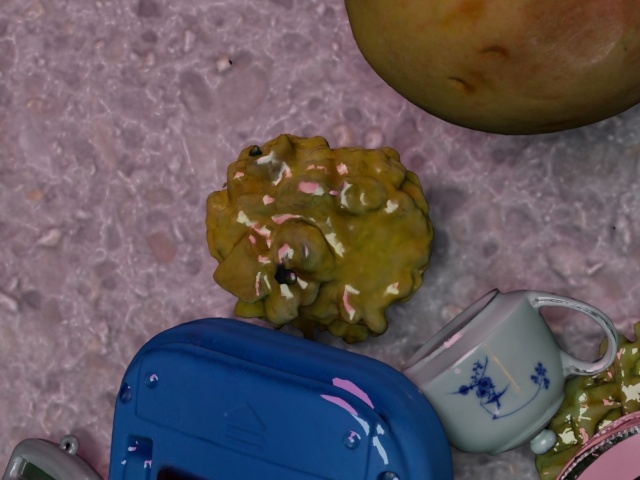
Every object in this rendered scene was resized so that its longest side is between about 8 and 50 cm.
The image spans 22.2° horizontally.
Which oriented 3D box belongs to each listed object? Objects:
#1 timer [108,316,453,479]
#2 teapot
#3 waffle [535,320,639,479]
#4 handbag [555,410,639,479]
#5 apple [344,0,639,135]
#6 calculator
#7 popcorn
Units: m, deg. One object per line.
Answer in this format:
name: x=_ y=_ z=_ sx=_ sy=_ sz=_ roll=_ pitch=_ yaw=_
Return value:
timer: x=-0.049 y=0.241 z=1.484 sx=0.340 sy=0.115 sz=0.309 roll=14 pitch=106 yaw=29
teapot: x=0.167 y=0.134 z=1.491 sx=0.232 sy=0.159 sz=0.159 roll=-40 pitch=79 yaw=17
waffle: x=0.349 y=0.220 z=1.479 sx=0.317 sy=0.073 sz=0.297 roll=34 pitch=93 yaw=12
handbag: x=0.284 y=0.240 z=1.403 sx=0.205 sy=0.116 sz=0.179 roll=-43 pitch=74 yaw=14
apple: x=0.182 y=-0.248 z=1.425 sx=0.305 sy=0.338 sz=0.338 roll=-29 pitch=80 yaw=25
calculator: x=-0.285 y=0.305 z=1.590 sx=0.141 sy=0.045 sz=0.246 roll=22 pitch=90 yaw=48
popcorn: x=-0.002 y=0.000 z=1.520 sx=0.218 sy=0.169 sz=0.189 roll=7 pitch=86 yaw=18
